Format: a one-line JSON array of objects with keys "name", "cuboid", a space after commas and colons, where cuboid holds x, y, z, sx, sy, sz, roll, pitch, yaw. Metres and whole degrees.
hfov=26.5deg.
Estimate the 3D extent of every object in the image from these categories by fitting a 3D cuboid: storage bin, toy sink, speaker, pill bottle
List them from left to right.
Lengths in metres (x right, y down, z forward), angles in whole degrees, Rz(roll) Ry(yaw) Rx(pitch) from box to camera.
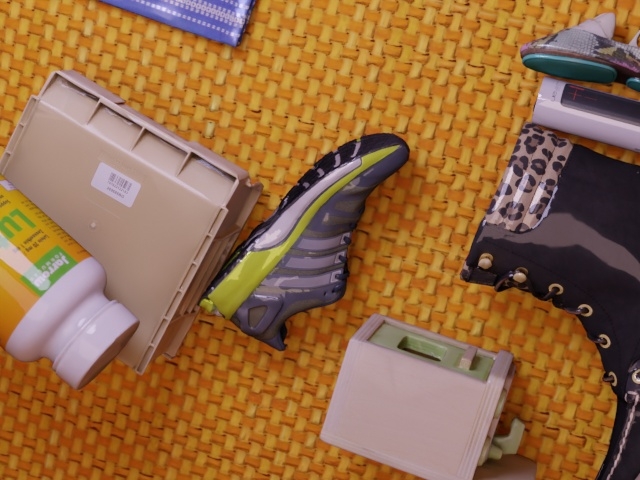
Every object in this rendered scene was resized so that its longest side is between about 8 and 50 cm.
[{"name": "pill bottle", "cuboid": [-0.317, 0.042, 1.451, 0.245, 0.136, 0.136, 41, 105, 4]}, {"name": "storage bin", "cuboid": [-0.241, -0.025, 1.558, 0.262, 0.123, 0.260, 31, 103, 7]}, {"name": "toy sink", "cuboid": [0.139, 0.180, 1.490, 0.234, 0.153, 0.131, 19, 102, 10]}, {"name": "speaker", "cuboid": [0.296, -0.134, 1.456, 0.136, 0.055, 0.055, 17, 102, 10]}]

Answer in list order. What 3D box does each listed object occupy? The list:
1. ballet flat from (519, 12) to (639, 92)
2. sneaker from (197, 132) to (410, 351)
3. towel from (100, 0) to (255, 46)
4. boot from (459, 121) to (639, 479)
[{"name": "ballet flat", "cuboid": [0.325, -0.196, 1.438, 0.221, 0.077, 0.079, 15, 83, 5]}, {"name": "sneaker", "cuboid": [0.000, 0.000, 1.529, 0.121, 0.111, 0.300, 42, 109, -10]}, {"name": "towel", "cuboid": [-0.150, -0.410, 1.521, 0.243, 0.040, 0.336, 20, 103, 10]}, {"name": "boot", "cuboid": [0.285, 0.077, 1.447, 0.284, 0.138, 0.377, 22, 99, 7]}]
